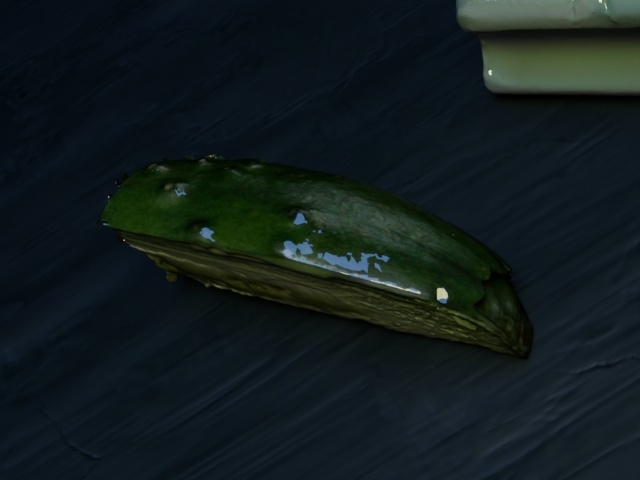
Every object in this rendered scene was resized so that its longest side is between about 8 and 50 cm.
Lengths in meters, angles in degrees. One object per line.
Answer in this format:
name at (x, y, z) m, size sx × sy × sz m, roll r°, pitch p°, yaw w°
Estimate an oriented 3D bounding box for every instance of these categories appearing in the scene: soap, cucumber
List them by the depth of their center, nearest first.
soap at (0.292, -0.209, 0.720) m, size 0.346 × 0.115 × 0.208 m, roll 5°, pitch 61°, yaw 33°
cucumber at (0.000, -0.003, 0.734) m, size 0.325 × 0.145 × 0.105 m, roll 14°, pitch 72°, yaw 32°
